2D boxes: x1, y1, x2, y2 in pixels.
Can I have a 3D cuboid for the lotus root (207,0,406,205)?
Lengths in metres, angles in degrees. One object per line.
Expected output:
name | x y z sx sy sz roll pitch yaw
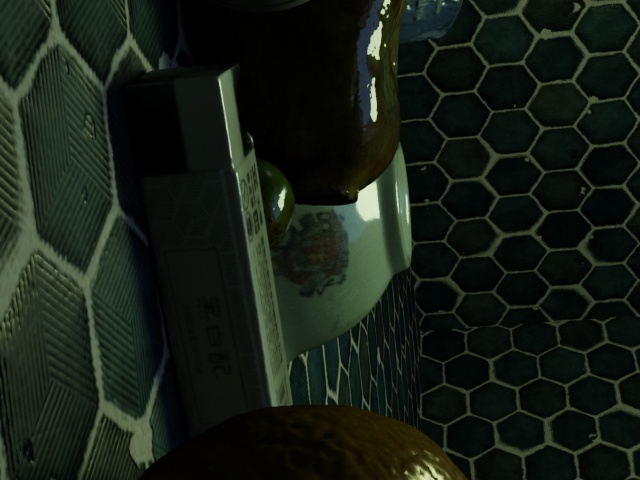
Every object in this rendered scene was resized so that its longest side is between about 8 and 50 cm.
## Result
lotus root | -0.011 -0.207 1.244 0.250 0.250 0.346 54 37 -73

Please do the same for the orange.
orange | -0.008 0.282 0.809 0.357 0.322 0.322 49 36 -61

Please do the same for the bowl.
bowl | 0.020 -0.043 1.502 0.435 0.196 0.435 -4 90 -80

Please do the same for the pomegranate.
pomegranate | -0.082 -0.050 1.112 0.114 0.114 0.142 -85 176 -47

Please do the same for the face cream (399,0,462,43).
face cream | 0.090 -0.440 1.793 0.249 0.225 0.249 167 -90 -71

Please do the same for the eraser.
eraser | -0.098 0.039 1.041 0.098 0.096 0.404 -64 148 -70

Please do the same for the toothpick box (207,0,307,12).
toothpick box | -0.091 -0.385 1.025 0.316 0.229 0.229 58 29 -67
